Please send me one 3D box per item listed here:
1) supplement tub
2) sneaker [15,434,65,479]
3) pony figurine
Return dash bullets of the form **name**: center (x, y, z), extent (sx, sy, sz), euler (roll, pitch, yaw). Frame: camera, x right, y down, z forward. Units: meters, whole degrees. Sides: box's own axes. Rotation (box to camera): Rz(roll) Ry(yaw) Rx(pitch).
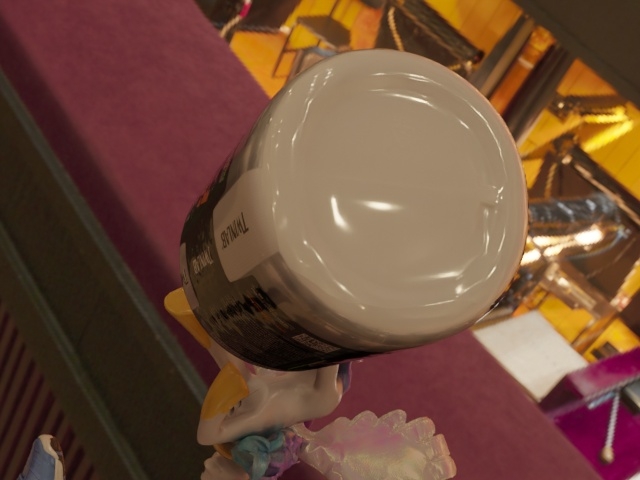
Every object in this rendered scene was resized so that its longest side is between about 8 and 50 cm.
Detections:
- **supplement tub**: center (0.000, 0.000, 0.639), extent (0.194, 0.316, 0.193), euler (5, 76, -19)
- **sneaker**: center (-0.370, 0.342, 1.013), extent (0.081, 0.080, 0.211), euler (19, 75, -25)
- **pony figurine**: center (-0.023, 0.181, 0.990), extent (0.351, 0.363, 0.303), euler (-18, 45, -27)
